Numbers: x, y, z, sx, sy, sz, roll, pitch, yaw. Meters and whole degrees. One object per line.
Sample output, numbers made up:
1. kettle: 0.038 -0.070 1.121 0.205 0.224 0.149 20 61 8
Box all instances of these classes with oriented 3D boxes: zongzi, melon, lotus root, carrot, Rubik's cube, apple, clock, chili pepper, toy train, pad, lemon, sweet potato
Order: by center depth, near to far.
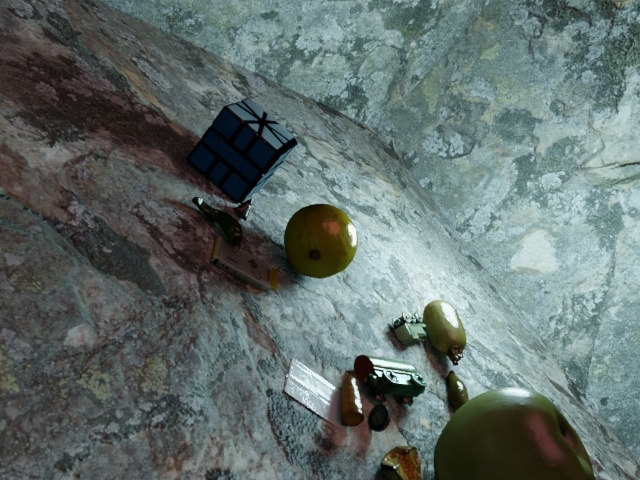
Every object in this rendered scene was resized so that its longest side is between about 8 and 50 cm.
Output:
1. melon: 0.232 0.674 1.637 0.160 0.079 0.128 -9 74 -60
2. pad: -0.008 0.459 1.696 0.232 0.004 0.156 38 26 -12
3. apple: 0.574 0.676 1.709 0.474 0.473 0.473 33 27 -19
4. carrot: 0.097 0.478 1.738 0.072 0.072 0.205 35 23 -15
5. clock: 0.182 0.547 1.741 0.017 0.085 0.085 34 26 -30
6. chili pepper: -0.327 -0.055 1.930 0.279 0.065 0.122 41 21 28
7. toy train: 0.238 0.467 1.937 0.286 0.116 0.177 17 23 -41
8. lemon: 0.001 0.000 2.109 0.297 0.297 0.297 33 27 -19
9. zongzi: -0.290 -0.118 2.153 0.067 0.073 0.083 40 65 -6
10. sweet potato: 0.528 0.584 2.200 0.077 0.077 0.243 32 24 -21
11. Rubik's cube: -0.299 -0.359 2.238 0.288 0.283 0.293 39 27 -5
12. toy train: 0.369 0.362 2.318 0.194 0.081 0.125 12 49 -51
13. lotus root: 0.541 0.388 2.426 0.169 0.151 0.342 30 25 -24

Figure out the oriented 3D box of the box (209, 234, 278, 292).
1. box: -0.253 0.086 1.895 0.247 0.033 0.129 33 26 -20
